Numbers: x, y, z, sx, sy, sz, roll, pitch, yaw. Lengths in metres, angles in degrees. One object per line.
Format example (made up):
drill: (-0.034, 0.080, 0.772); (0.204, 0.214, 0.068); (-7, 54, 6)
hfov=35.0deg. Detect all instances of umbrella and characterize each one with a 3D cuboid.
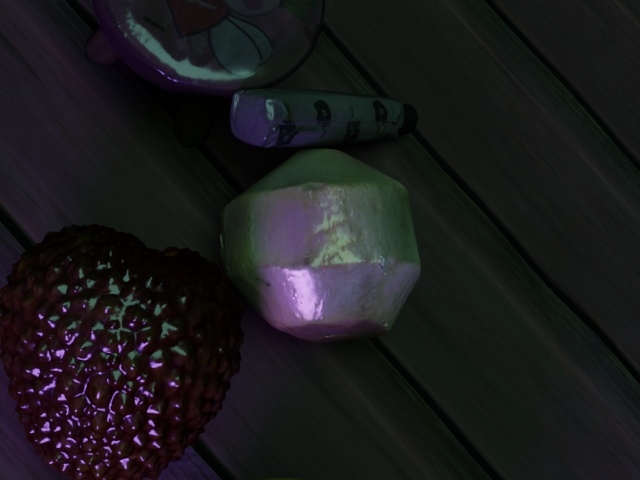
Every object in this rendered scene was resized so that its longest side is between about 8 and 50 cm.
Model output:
umbrella: (0.018, -0.146, 1.216); (0.073, 0.067, 0.337); (29, 21, 29)

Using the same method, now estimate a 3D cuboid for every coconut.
coconut: (0.000, 0.000, 1.163); (0.237, 0.197, 0.237); (4, 73, -13)

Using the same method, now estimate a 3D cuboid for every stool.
stool: (-0.143, -0.267, 1.218); (0.272, 0.178, 0.272); (6, 69, -17)

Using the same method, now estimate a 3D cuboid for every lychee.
lychee: (-0.207, 0.123, 1.035); (0.271, 0.271, 0.271); (6, 69, -17)

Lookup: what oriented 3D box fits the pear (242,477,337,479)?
pear: (-0.037, 0.380, 0.954); (0.314, 0.314, 0.314); (6, 69, -17)
